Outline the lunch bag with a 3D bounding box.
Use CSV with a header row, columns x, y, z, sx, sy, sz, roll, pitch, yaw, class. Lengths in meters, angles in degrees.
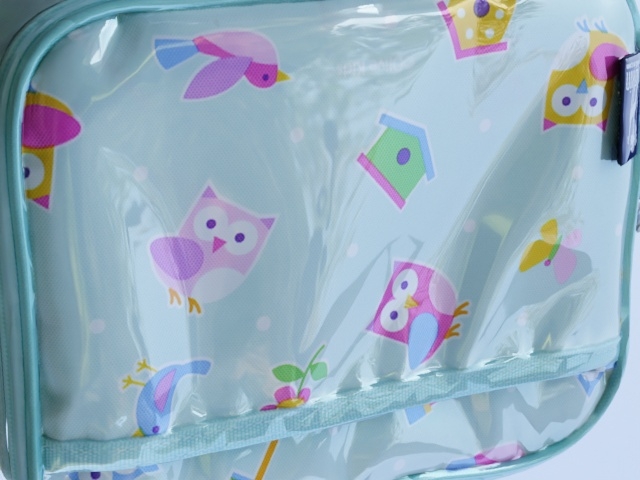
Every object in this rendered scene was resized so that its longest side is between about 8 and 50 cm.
x,y,z,sx,sy,sz,roll,pitch,yaw,class
0.000,0.000,0.633,0.108,0.279,0.224,26,-60,58,lunch bag
